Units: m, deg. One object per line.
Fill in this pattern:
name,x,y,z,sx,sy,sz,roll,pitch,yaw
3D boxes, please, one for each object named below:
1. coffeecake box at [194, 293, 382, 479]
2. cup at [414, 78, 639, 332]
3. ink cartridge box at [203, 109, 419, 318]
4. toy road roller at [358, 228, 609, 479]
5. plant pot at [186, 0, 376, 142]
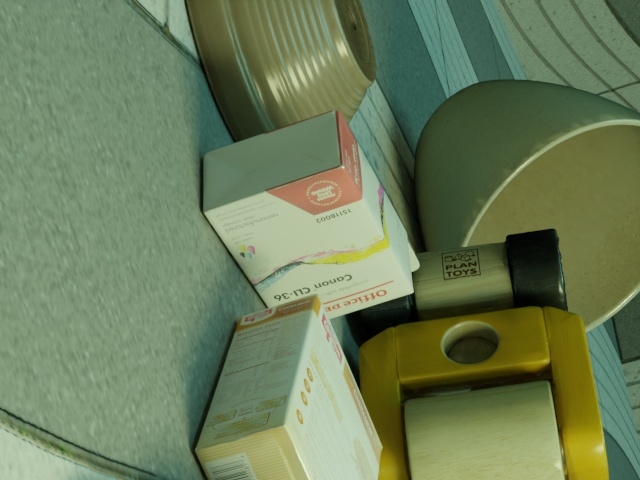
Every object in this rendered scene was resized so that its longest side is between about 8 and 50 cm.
coffeecake box,-0.016,0.146,1.121,0.185,0.068,0.142,-75,145,-64
cup,0.243,-0.065,1.943,0.237,0.331,0.331,51,-4,43
ink cartridge box,0.000,0.000,1.252,0.198,0.115,0.067,58,20,-45
toy road roller,0.153,0.161,1.499,0.330,0.202,0.241,-91,170,-48
plant pot,-0.022,-0.174,1.384,0.237,0.109,0.237,-16,90,-75
